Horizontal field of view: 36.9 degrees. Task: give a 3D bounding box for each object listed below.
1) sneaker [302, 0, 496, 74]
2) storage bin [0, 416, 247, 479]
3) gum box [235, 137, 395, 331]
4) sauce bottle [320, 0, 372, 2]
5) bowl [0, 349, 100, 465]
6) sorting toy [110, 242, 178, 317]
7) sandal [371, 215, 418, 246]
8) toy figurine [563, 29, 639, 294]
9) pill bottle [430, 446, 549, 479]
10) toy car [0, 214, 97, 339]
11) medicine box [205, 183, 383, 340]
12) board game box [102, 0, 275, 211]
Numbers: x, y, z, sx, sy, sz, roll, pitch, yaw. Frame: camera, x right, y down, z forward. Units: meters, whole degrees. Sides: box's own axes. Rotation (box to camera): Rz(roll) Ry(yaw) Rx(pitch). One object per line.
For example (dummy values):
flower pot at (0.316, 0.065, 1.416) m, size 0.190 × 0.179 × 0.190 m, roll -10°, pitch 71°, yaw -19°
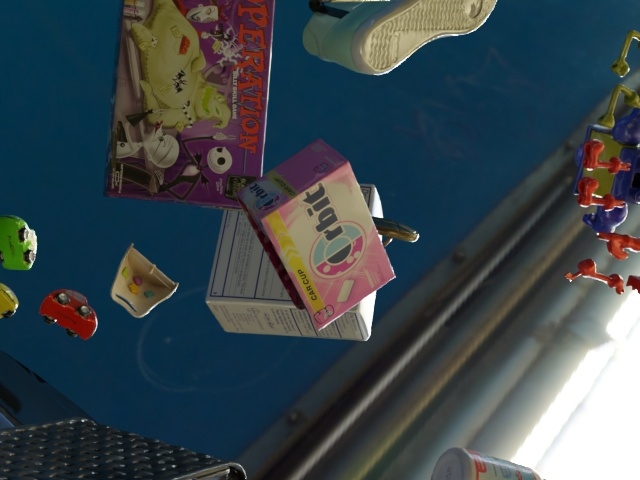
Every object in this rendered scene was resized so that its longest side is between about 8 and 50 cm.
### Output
sneaker at (0.095, -0.290, 1.181) m, size 0.256 × 0.151 × 0.094 m, roll -32°, pitch -55°, yaw -28°
storage bin at (-0.110, 0.139, 0.344) m, size 0.180 × 0.084 × 0.122 m, roll 9°, pitch -89°, yaw -65°
gum box at (0.000, 0.000, 1.018) m, size 0.107 × 0.062 × 0.188 m, roll -35°, pitch -48°, yaw -11°
sauce bottle at (0.059, -0.242, 0.883) m, size 0.128 × 0.042 × 0.042 m, roll -7°, pitch -60°, yaw -13°
bowl at (-0.254, 0.219, 0.926) m, size 0.077 × 0.391 × 0.391 m, roll -49°, pitch -34°, yaw -9°
sorting toy at (-0.237, 0.060, 1.236) m, size 0.083 × 0.045 × 0.075 m, roll 44°, pitch -142°, yaw -18°
sandal at (0.050, -0.007, 1.347) m, size 0.072 × 0.180 × 0.049 m, roll -35°, pitch -54°, yaw -72°
toy figurine at (0.406, -0.127, 1.347) m, size 0.191 × 0.217 × 0.362 m, roll 2°, pitch -73°, yaw -16°
pill bottle at (0.224, 0.319, 1.206) m, size 0.160 × 0.087 × 0.087 m, roll 19°, pitch -89°, yaw -23°
toy car at (-0.484, 0.051, 1.574) m, size 0.053 × 0.239 × 0.224 m, roll -68°, pitch -21°, yaw -58°
medicine box at (-0.042, 0.035, 1.806) m, size 0.149 × 0.289 × 0.263 m, roll 73°, pitch -157°, yaw -61°
board game box at (-0.174, -0.220, 1.297) m, size 0.208 × 0.056 × 0.346 m, roll 6°, pitch -97°, yaw -23°
